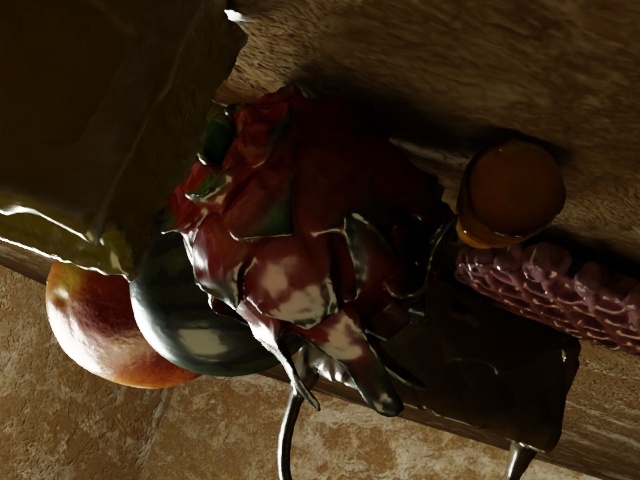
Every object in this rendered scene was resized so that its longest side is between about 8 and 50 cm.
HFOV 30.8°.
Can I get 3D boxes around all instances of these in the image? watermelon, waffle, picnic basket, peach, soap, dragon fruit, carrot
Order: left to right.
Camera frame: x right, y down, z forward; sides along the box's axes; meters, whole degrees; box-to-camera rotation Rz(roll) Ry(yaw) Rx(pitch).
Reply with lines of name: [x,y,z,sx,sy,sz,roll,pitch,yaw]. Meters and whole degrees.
soap: [-0.228,-0.114,0.771,0.315,0.199,0.091,19,162,17]
peach: [-0.229,0.083,1.568,0.281,0.238,0.281,13,127,18]
watermelon: [-0.095,0.042,1.229,0.212,0.212,0.212,20,169,4]
dragon fruit: [0.000,0.000,0.877,0.274,0.192,0.193,48,-173,-16]
picnic basket: [0.101,0.203,1.275,0.293,0.337,0.337,20,169,-10]
carrot: [0.130,-0.020,0.885,0.072,0.072,0.205,20,170,2]
waffle: [0.243,0.056,1.074,0.234,0.055,0.221,22,171,-15]

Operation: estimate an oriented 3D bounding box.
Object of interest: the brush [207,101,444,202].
brush: [-0.016,-0.072,0.977,0.248,0.043,0.036,21,162,1]
